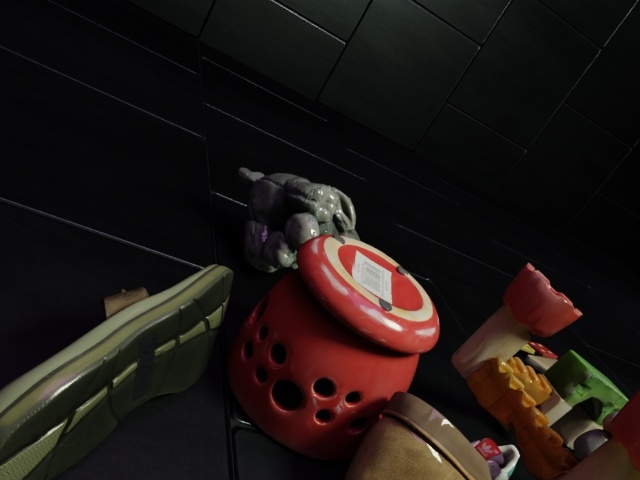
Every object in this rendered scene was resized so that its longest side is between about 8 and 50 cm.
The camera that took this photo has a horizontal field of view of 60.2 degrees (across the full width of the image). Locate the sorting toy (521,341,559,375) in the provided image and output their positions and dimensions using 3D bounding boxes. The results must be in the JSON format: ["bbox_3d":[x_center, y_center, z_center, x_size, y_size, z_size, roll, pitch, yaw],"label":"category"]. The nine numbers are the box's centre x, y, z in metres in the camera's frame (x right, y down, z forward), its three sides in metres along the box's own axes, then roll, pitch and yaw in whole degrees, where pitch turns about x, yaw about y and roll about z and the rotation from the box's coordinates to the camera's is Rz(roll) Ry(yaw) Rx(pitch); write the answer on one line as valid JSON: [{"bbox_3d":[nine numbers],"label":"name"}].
[{"bbox_3d":[0.433,0.257,0.969,0.132,0.046,0.274,16,15,-35],"label":"sorting toy"}]

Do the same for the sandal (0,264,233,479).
[{"bbox_3d":[-0.164,0.083,0.466,0.086,0.120,0.302,24,19,17],"label":"sandal"}]

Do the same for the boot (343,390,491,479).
[{"bbox_3d":[0.144,0.284,0.501,0.305,0.115,0.112,44,-23,-4],"label":"boot"}]

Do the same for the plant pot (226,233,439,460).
[{"bbox_3d":[0.021,0.104,0.589,0.191,0.174,0.191,29,22,-13],"label":"plant pot"}]

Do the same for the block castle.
[{"bbox_3d":[0.403,0.238,0.658,0.453,0.213,0.303,35,17,-26],"label":"block castle"}]

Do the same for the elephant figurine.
[{"bbox_3d":[0.000,0.000,0.857,0.169,0.186,0.239,-6,-19,37],"label":"elephant figurine"}]

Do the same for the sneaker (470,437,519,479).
[{"bbox_3d":[0.152,0.241,0.598,0.161,0.075,0.057,18,25,-33],"label":"sneaker"}]
